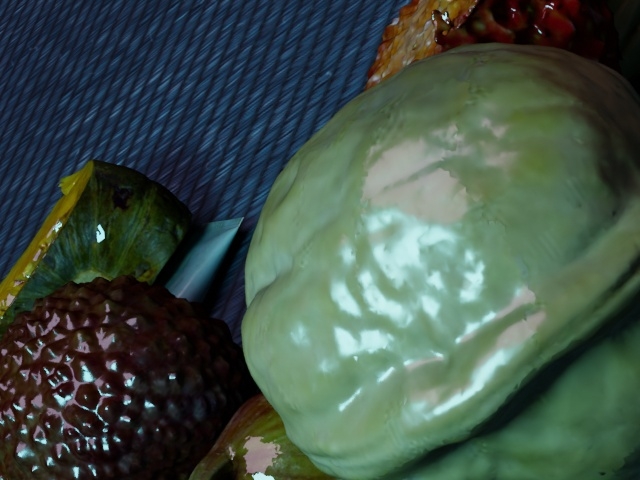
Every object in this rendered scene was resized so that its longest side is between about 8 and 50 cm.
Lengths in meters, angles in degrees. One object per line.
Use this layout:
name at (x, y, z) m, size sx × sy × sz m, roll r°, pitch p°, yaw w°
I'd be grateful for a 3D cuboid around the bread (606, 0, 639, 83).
bread at (0.196, -0.251, 1.742) m, size 0.370 × 0.191 × 0.314 m, roll -47°, pitch 33°, yaw 17°

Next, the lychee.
lychee at (-0.184, 0.167, 1.801) m, size 0.300 × 0.264 × 0.264 m, roll 37°, pitch 93°, yaw 22°

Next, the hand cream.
hand cream at (-0.180, 0.104, 2.036) m, size 0.111 × 0.070 × 0.312 m, roll -12°, pitch 48°, yaw 62°

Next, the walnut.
walnut at (0.129, 0.040, 1.407) m, size 0.381 × 0.381 × 0.381 m, roll -34°, pitch 37°, yaw 31°

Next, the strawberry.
strawberry at (0.151, -0.157, 1.561) m, size 0.234 × 0.178 × 0.234 m, roll -51°, pitch 13°, yaw 18°

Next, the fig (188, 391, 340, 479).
fig at (-0.037, 0.197, 1.615) m, size 0.175 × 0.207 × 0.175 m, roll -33°, pitch 53°, yaw 57°

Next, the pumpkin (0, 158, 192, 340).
pumpkin at (-0.277, 0.064, 2.108) m, size 0.317 × 0.139 × 0.222 m, roll -61°, pitch 14°, yaw -10°
